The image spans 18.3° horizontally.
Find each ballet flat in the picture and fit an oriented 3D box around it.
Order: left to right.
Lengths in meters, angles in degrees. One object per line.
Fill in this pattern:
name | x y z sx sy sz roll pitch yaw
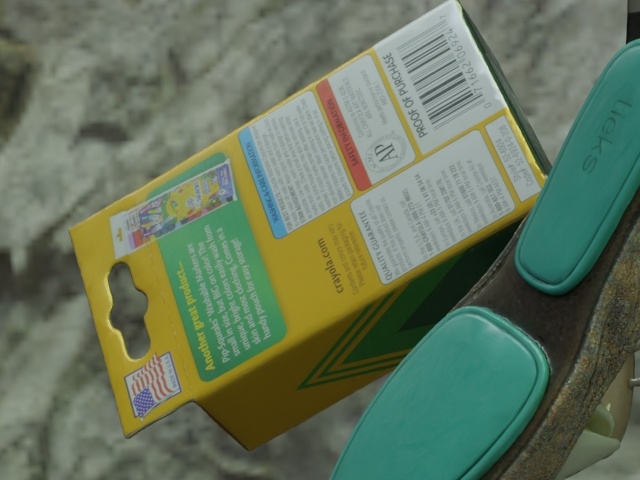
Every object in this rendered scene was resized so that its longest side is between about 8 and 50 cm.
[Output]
ballet flat | 0.125 0.050 0.985 0.316 0.106 0.107 -55 -143 11

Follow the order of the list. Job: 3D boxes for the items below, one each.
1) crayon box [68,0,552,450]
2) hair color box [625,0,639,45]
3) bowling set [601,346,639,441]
crayon box | 0.000 0.000 1.352 0.323 0.083 0.203 -30 -132 10
hair color box | 0.269 -0.148 1.142 0.174 0.105 0.347 11 -43 17
bowling set | 0.312 0.110 1.286 0.287 0.200 0.154 1 -124 32
